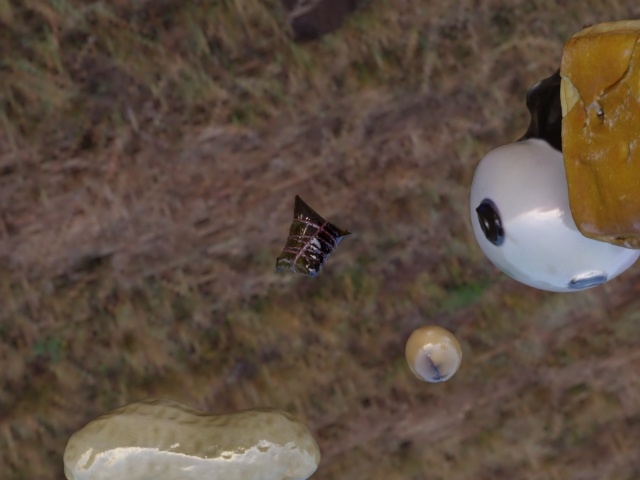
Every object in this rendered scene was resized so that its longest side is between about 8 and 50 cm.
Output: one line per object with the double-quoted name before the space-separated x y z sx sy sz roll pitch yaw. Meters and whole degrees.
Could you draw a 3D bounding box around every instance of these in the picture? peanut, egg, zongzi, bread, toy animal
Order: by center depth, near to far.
"bread" 0.319 -0.103 1.606 0.099 0.235 0.210 -10 -172 -26
"zongzi" 0.000 0.000 1.676 0.073 0.083 0.067 13 174 -30
"peanut" -0.137 0.228 1.724 0.275 0.125 0.111 2 120 -6
"toy animal" 0.292 -0.065 1.827 0.266 0.212 0.212 -55 156 -6
"egg" 0.144 0.143 2.056 0.071 0.071 0.083 -22 142 -1
